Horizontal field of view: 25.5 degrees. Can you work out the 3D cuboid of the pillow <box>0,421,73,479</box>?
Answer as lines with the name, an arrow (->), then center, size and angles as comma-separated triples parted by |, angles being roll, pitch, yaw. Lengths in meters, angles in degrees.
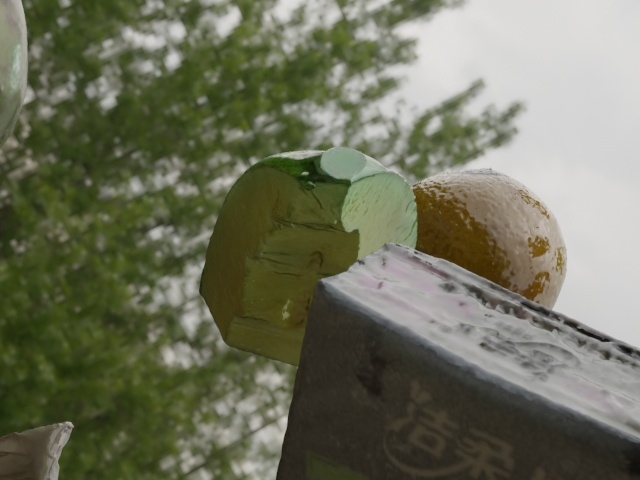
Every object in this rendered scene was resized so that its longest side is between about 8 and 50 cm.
pillow -> -0.360, 0.286, 1.435 | 0.067, 0.270, 0.173 | 30, 54, -50

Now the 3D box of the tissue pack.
tissue pack -> 0.101, 0.234, 0.948 | 0.288, 0.124, 0.394 | 23, -62, 24

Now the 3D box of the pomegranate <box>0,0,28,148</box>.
pomegranate -> -0.289, -0.081, 0.789 | 0.230, 0.286, 0.231 | 17, -18, 6

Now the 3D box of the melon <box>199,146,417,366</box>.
melon -> 0.000, 0.000, 1.259 | 0.323, 0.196, 0.124 | 108, -9, -55

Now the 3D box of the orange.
orange -> 0.171, 0.024, 1.615 | 0.236, 0.236, 0.236 | 54, -19, 28
